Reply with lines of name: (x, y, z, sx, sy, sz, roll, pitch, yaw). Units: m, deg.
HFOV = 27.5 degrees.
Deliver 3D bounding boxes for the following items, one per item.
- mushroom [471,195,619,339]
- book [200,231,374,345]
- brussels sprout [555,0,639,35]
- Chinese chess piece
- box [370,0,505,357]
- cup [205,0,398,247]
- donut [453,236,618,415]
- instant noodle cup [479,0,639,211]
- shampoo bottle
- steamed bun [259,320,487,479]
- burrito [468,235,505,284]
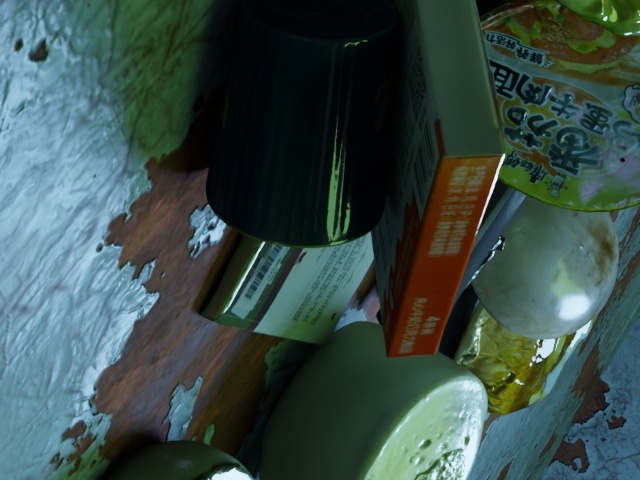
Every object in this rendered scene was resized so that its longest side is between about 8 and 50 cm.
mushroom: (0.280, 0.015, 1.685, 0.226, 0.226, 0.178, -53, -159, -23)
book: (0.000, 0.000, 1.195, 0.201, 0.026, 0.289, -62, 160, 0)
brussels sprout: (0.282, -0.337, 1.071, 0.344, 0.268, 0.344, -18, 111, -55)
Chinese chess piece: (-0.123, 0.262, 1.095, 0.188, 0.083, 0.188, -30, 126, -52)
box: (0.070, -0.090, 0.963, 0.273, 0.048, 0.265, 98, -12, -59)
cup: (-0.008, -0.105, 0.929, 0.176, 0.131, 0.155, -85, -177, -55)
donut: (0.315, 0.105, 1.907, 0.330, 0.160, 0.330, -57, 167, -20)
instant noodle cup: (0.280, -0.186, 1.335, 0.264, 0.264, 0.200, 95, 21, -47)
shampoo bottle: (0.144, 0.001, 1.468, 0.246, 0.079, 0.080, -54, 158, -21)
steamed bun: (0.036, 0.210, 1.322, 0.154, 0.200, 0.250, 29, 88, -46)
burrito: (0.154, 0.047, 1.560, 0.171, 0.042, 0.051, -55, -155, 21)
